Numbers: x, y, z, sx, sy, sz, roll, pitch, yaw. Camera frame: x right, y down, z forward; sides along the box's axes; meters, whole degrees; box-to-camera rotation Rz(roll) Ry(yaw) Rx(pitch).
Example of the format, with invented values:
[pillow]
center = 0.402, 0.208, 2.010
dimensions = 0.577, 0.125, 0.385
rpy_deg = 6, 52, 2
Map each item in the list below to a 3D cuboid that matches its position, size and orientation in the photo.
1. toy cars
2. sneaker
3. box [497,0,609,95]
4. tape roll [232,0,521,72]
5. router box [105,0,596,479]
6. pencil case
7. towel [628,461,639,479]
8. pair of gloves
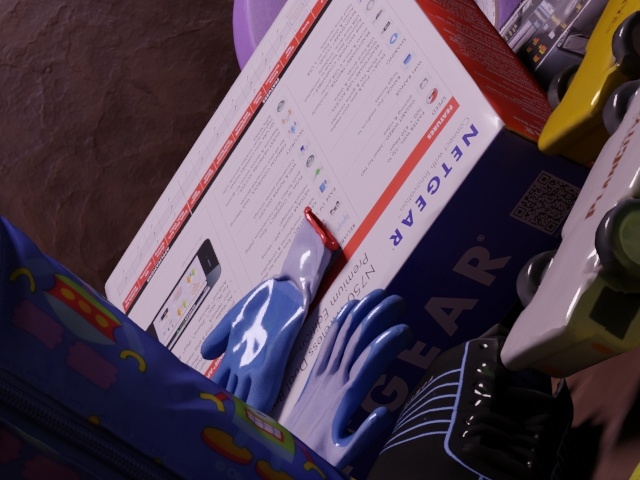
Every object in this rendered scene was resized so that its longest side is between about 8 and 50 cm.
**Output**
[toy cars]
center = 0.177, -0.064, 0.854
dimensions = 0.176, 0.087, 0.394
rpy_deg = -56, 7, 30
[sneaker]
center = 0.068, 0.091, 0.773
dimensions = 0.090, 0.081, 0.232
rpy_deg = -60, 4, 6
[box]
center = 0.144, -0.090, 1.273
dimensions = 0.242, 0.076, 0.307
rpy_deg = -52, 6, 11
[tape roll]
center = 0.061, -0.204, 1.633
dimensions = 0.275, 0.275, 0.090
rpy_deg = -54, 7, -11
[router box]
center = 0.000, 0.000, 1.135
dimensions = 0.335, 0.082, 0.301
rpy_deg = -55, 32, 20
[pencil case]
center = -0.089, 0.107, 0.855
dimensions = 0.119, 0.306, 0.133
rpy_deg = -53, 17, 1
[towel]
center = 0.121, 0.094, 0.632
dimensions = 0.237, 0.021, 0.102
rpy_deg = -55, 7, -18
[pair of gloves]
center = -0.017, 0.075, 1.004
dimensions = 0.159, 0.023, 0.198
rpy_deg = -60, 30, 12
